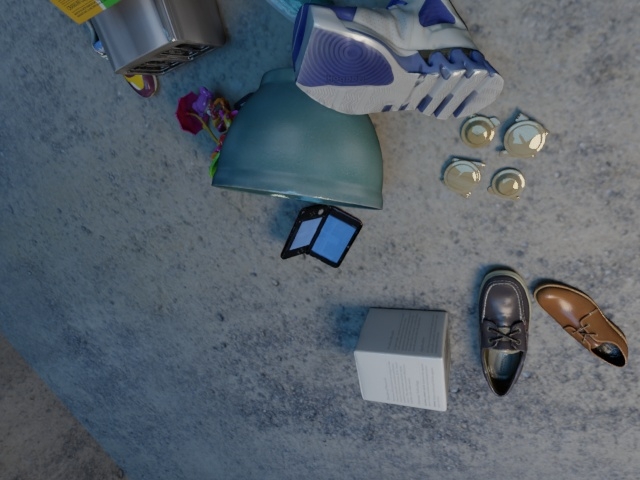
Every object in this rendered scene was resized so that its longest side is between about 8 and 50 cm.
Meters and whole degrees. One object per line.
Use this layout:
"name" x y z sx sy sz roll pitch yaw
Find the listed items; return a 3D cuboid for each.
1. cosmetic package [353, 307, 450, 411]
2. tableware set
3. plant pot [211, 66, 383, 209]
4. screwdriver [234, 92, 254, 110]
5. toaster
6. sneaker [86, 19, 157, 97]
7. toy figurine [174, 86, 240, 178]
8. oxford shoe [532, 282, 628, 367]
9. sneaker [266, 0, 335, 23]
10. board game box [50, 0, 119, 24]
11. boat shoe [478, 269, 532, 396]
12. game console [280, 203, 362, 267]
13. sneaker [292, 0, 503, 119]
"cosmetic package" 0.188 0.257 0.903 0.183 0.151 0.152 -1 118 23
"tableware set" 0.300 -0.143 0.711 0.140 0.020 0.169 18 124 14
"plant pot" -0.025 -0.167 0.693 0.292 0.293 0.197 9 94 16
"screwdriver" -0.099 -0.291 0.785 0.169 0.024 0.025 -17 82 26
"toaster" -0.281 -0.372 0.711 0.167 0.185 0.110 -12 104 26
"sneaker" -0.410 -0.374 0.821 0.069 0.084 0.186 -19 110 29
"toy figurine" -0.214 -0.237 0.805 0.159 0.130 0.173 46 133 3
"oxford shoe" 0.500 0.159 0.772 0.212 0.076 0.076 37 126 1
"sneaker" -0.062 -0.459 0.621 0.302 0.108 0.121 48 128 -7
"board game box" -0.262 -0.492 0.581 0.241 0.317 0.064 -10 156 26
"boat shoe" 0.375 0.197 0.830 0.102 0.092 0.286 2 119 21
"game console" 0.000 0.000 0.875 0.085 0.124 0.144 45 128 25
"sneaker" 0.104 -0.289 0.594 0.314 0.183 0.127 1 155 -23
